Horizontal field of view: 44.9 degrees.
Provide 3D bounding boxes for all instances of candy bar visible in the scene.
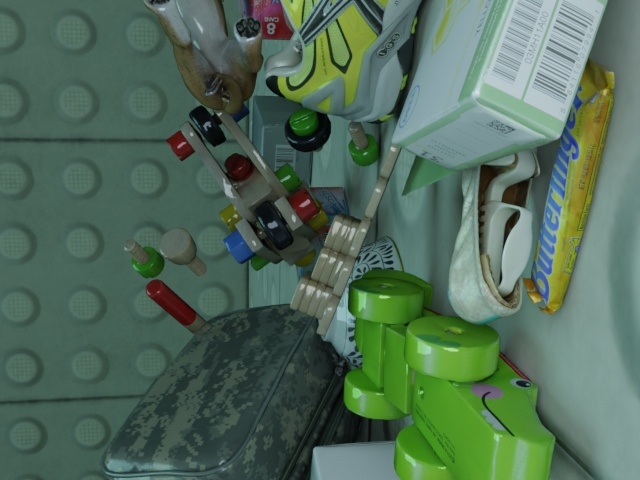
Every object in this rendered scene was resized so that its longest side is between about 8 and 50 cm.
[{"bbox_3d":[0.148,-0.029,0.462,0.040,0.018,0.161,-108,20,-60],"label":"candy bar"}]

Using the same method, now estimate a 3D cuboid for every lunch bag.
[{"bbox_3d":[-0.075,0.259,0.960,0.256,0.213,0.305,66,-148,-26],"label":"lunch bag"}]

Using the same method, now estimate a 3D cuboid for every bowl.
[{"bbox_3d":[0.041,0.080,0.912,0.170,0.080,0.170,180,90,-80],"label":"bowl"}]

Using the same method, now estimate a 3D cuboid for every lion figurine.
[{"bbox_3d":[-0.149,-0.273,0.943,0.240,0.142,0.392,89,170,-65],"label":"lion figurine"}]

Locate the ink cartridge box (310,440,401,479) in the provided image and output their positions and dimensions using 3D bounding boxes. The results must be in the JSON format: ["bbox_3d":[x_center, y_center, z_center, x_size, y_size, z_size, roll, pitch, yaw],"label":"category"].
[{"bbox_3d":[0.052,0.372,0.759,0.207,0.117,0.283,-107,19,-58],"label":"ink cartridge box"}]

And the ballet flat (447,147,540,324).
[{"bbox_3d":[0.121,-0.028,0.503,0.052,0.057,0.168,-14,66,62],"label":"ballet flat"}]

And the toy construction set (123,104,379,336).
[{"bbox_3d":[-0.090,-0.011,1.017,0.309,0.257,0.237,-55,-31,-15],"label":"toy construction set"}]

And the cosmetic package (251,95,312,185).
[{"bbox_3d":[-0.082,-0.202,1.549,0.238,0.107,0.127,-104,16,-63],"label":"cosmetic package"}]

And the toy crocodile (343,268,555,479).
[{"bbox_3d":[0.091,0.102,0.608,0.340,0.105,0.115,-141,51,-72],"label":"toy crocodile"}]

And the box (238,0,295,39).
[{"bbox_3d":[-0.036,-0.379,1.110,0.300,0.154,0.142,-114,25,-65],"label":"box"}]

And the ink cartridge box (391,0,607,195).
[{"bbox_3d":[0.093,-0.125,0.472,0.235,0.056,0.171,168,123,-75],"label":"ink cartridge box"}]

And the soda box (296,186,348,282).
[{"bbox_3d":[0.000,0.000,1.206,0.183,0.058,0.063,99,166,-48],"label":"soda box"}]

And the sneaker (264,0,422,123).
[{"bbox_3d":[0.031,-0.276,0.743,0.145,0.147,0.384,-99,15,-48],"label":"sneaker"}]

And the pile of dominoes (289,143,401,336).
[{"bbox_3d":[0.038,-0.053,0.648,0.196,0.040,0.251,-39,-29,-83],"label":"pile of dominoes"}]
